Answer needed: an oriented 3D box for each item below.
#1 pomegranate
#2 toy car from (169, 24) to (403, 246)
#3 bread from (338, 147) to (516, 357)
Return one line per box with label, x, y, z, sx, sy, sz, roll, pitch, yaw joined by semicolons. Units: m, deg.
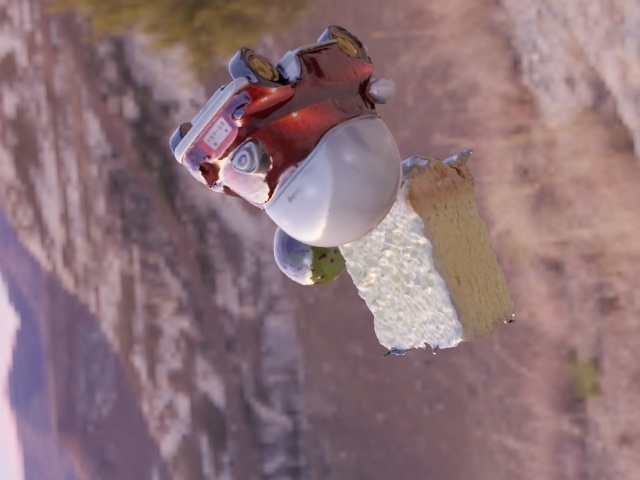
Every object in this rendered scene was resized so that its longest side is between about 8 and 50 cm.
pomegranate;-0.002;0.003;1.398;0.084;0.073;0.073;-13;80;60
toy car;-0.008;-0.048;0.943;0.112;0.139;0.112;51;119;15
bread;0.073;0.012;1.243;0.152;0.127;0.147;-19;-91;-80
